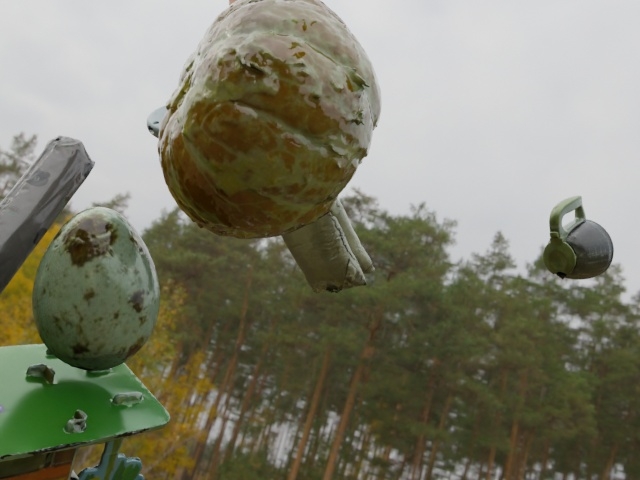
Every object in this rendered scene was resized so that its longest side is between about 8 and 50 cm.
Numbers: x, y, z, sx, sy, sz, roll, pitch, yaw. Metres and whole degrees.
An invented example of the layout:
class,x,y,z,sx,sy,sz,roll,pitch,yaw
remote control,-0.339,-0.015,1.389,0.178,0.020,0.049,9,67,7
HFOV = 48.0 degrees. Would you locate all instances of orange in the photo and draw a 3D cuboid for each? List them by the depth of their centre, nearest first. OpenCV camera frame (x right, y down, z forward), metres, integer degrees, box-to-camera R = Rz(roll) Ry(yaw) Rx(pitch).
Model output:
class,x,y,z,sx,sy,sz,roll,pitch,yaw
orange,-0.069,-0.155,0.937,0.249,0.329,0.329,26,-21,-18

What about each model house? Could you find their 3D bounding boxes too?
class,x,y,z,sx,sy,sz,roll,pitch,yaw
model house,-0.425,0.320,0.995,0.357,0.313,0.242,0,29,-47

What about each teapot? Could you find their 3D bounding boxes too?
class,x,y,z,sx,sy,sz,roll,pitch,yaw
teapot,0.382,0.006,1.111,0.090,0.124,0.092,-15,-18,-37

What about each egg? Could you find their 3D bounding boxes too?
class,x,y,z,sx,sy,sz,roll,pitch,yaw
egg,-0.304,0.066,0.982,0.169,0.231,0.169,5,20,-2

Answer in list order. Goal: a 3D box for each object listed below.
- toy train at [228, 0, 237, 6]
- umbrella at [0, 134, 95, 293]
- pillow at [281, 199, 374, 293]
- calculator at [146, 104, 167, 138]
class,x,y,z,sx,sy,sz,roll,pitch,yaw
toy train,-0.121,-0.548,1.654,0.188,0.099,0.072,-12,-40,3
umbrella,-0.428,-0.014,1.001,0.067,0.337,0.073,1,-39,32
pillow,0.000,0.000,1.218,0.134,0.078,0.181,-18,-78,41
calculator,-0.196,-0.247,1.423,0.298,0.041,0.185,-17,37,-29
